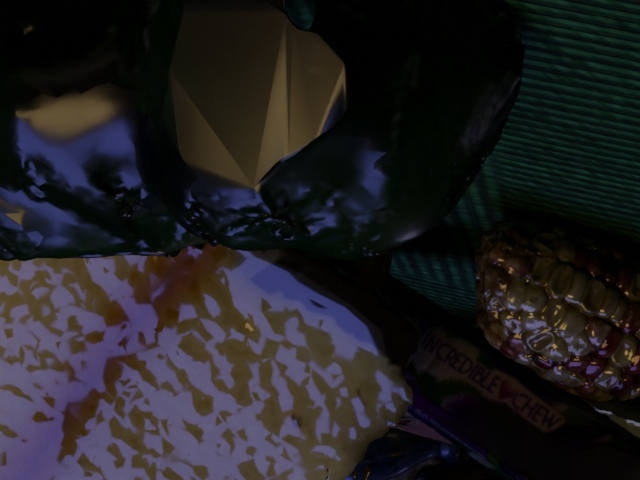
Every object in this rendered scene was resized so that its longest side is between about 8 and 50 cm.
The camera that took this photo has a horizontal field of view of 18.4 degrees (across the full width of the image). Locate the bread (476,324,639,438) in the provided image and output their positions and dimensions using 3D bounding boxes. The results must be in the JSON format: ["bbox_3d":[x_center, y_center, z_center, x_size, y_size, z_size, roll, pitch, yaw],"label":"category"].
[{"bbox_3d":[0.209,0.098,1.228,0.246,0.094,0.102,17,158,-8],"label":"bread"}]

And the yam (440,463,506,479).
[{"bbox_3d":[0.141,0.179,1.308,0.061,0.061,0.253,19,170,-14],"label":"yam"}]

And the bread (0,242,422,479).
[{"bbox_3d":[-0.162,0.117,1.029,0.346,0.405,0.242,29,172,-24],"label":"bread"}]

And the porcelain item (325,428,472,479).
[{"bbox_3d":[0.016,0.150,1.588,0.186,0.138,0.288,-16,-179,-18],"label":"porcelain item"}]

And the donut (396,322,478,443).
[{"bbox_3d":[0.169,0.125,1.387,0.233,0.085,0.199,27,164,-38],"label":"donut"}]

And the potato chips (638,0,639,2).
[{"bbox_3d":[0.229,-0.052,0.653,0.407,0.057,0.080,21,169,-21],"label":"potato chips"}]

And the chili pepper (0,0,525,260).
[{"bbox_3d":[-0.054,-0.058,0.799,0.265,0.148,0.116,4,-176,16],"label":"chili pepper"}]

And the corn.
[{"bbox_3d":[0.209,0.066,1.078,0.290,0.098,0.098,20,166,-13],"label":"corn"}]

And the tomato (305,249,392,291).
[{"bbox_3d":[0.000,0.000,1.104,0.087,0.075,0.087,15,-178,-1],"label":"tomato"}]

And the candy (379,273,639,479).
[{"bbox_3d":[0.080,0.080,1.138,0.312,0.061,0.088,32,-176,36],"label":"candy"}]

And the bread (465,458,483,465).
[{"bbox_3d":[-0.012,0.252,1.862,0.366,0.129,0.382,-17,132,36],"label":"bread"}]
